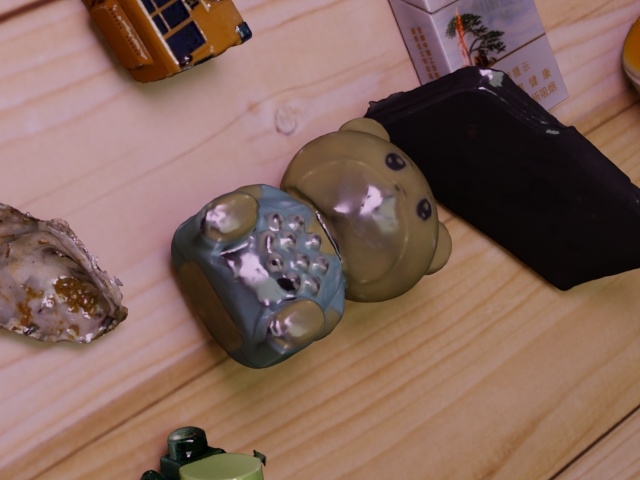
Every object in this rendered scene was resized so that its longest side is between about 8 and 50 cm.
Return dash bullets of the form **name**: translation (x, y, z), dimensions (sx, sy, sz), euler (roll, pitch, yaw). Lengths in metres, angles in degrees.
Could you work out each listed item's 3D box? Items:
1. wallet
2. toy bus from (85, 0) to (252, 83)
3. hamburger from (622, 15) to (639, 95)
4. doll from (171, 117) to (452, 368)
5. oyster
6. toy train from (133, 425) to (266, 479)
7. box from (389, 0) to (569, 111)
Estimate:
- **wallet**: translation (0.222, -0.059, 1.253), dimensions (0.377, 0.197, 0.051), euler (32, 55, -31)
- **toy bus**: translation (-0.159, -0.240, 1.039), dimensions (0.114, 0.098, 0.201), euler (-40, 112, -26)
- **hamburger**: translation (0.506, -0.256, 1.424), dimensions (0.295, 0.227, 0.151), euler (-47, 137, -25)
- **doll**: translation (0.000, 0.000, 1.117), dimensions (0.261, 0.161, 0.177), euler (-32, 87, -28)
- **oyster**: translation (-0.241, 0.033, 1.019), dimensions (0.177, 0.056, 0.105), euler (22, 91, -32)
- **toy train**: translation (-0.086, 0.300, 1.070), dimensions (0.105, 0.157, 0.253), euler (-13, 98, -33)
- **box**: translation (0.169, -0.230, 1.282), dimensions (0.149, 0.067, 0.233), euler (-34, 109, -29)
